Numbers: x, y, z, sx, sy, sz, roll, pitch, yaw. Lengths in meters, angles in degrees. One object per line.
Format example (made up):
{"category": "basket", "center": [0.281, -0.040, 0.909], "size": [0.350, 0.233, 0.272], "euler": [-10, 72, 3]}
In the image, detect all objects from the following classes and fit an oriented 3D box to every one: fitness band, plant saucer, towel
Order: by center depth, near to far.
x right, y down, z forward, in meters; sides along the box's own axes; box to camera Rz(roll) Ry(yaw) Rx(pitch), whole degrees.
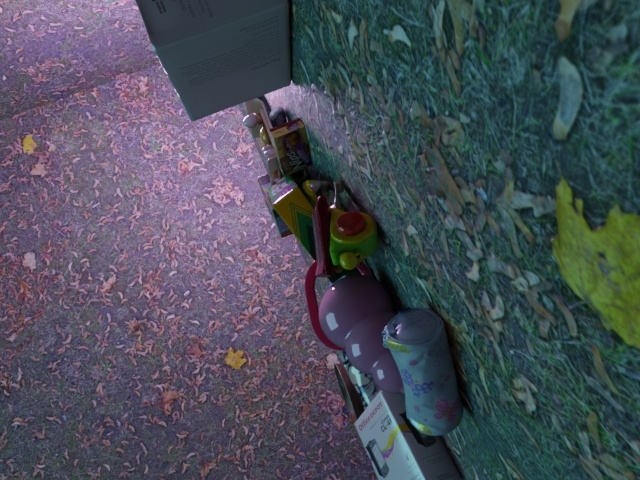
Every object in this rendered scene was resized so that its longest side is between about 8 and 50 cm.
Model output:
{"category": "towel", "center": [0.000, 0.000, 1.291], "size": [0.275, 0.031, 0.199], "euler": [130, 135, -82]}
{"category": "fitness band", "center": [0.063, 0.176, 1.432], "size": [0.054, 0.208, 0.291], "euler": [29, -130, -80]}
{"category": "plant saucer", "center": [0.126, 0.629, 1.926], "size": [0.310, 0.050, 0.311], "euler": [161, 90, -83]}

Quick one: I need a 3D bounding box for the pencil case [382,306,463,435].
{"category": "pencil case", "center": [0.214, 0.272, 0.997], "size": [0.113, 0.124, 0.273], "euler": [-127, 15, -63]}

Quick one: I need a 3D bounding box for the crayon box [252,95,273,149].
{"category": "crayon box", "center": [-0.246, -0.497, 2.259], "size": [0.323, 0.083, 0.203], "euler": [78, 168, -59]}

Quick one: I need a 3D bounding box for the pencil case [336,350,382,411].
{"category": "pencil case", "center": [0.201, 0.532, 1.765], "size": [0.183, 0.159, 0.411], "euler": [74, 172, -69]}

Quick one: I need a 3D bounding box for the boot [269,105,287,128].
{"category": "boot", "center": [-0.136, -0.416, 1.799], "size": [0.086, 0.069, 0.190], "euler": [52, 172, 13]}

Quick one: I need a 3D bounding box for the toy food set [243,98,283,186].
{"category": "toy food set", "center": [-0.213, -0.346, 1.800], "size": [0.220, 0.092, 0.306], "euler": [88, 164, -62]}

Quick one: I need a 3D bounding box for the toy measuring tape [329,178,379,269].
{"category": "toy measuring tape", "center": [0.085, -0.051, 1.203], "size": [0.330, 0.121, 0.121], "euler": [-86, -16, -49]}

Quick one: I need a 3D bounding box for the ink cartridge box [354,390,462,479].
{"category": "ink cartridge box", "center": [0.252, 0.633, 1.474], "size": [0.306, 0.131, 0.226], "euler": [61, 140, 37]}

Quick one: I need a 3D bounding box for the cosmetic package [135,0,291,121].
{"category": "cosmetic package", "center": [-0.283, -0.579, 1.268], "size": [0.394, 0.327, 0.330], "euler": [102, 145, -80]}

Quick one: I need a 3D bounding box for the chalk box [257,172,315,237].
{"category": "chalk box", "center": [-0.124, -0.147, 2.030], "size": [0.179, 0.180, 0.289], "euler": [76, 170, -49]}

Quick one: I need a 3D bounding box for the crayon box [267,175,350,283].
{"category": "crayon box", "center": [-0.041, -0.053, 1.627], "size": [0.313, 0.106, 0.363], "euler": [55, 180, -16]}

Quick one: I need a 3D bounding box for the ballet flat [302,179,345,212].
{"category": "ballet flat", "center": [0.015, -0.136, 1.501], "size": [0.231, 0.077, 0.077], "euler": [59, 148, 38]}

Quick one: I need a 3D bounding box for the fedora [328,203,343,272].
{"category": "fedora", "center": [0.063, -0.007, 1.364], "size": [0.194, 0.079, 0.195], "euler": [175, 90, -70]}

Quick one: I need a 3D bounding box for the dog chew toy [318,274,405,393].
{"category": "dog chew toy", "center": [0.137, 0.245, 1.247], "size": [0.332, 0.206, 0.207], "euler": [53, 166, 35]}

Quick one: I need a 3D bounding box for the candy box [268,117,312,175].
{"category": "candy box", "center": [-0.096, -0.305, 1.605], "size": [0.187, 0.109, 0.053], "euler": [79, 167, -56]}

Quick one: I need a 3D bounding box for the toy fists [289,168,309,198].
{"category": "toy fists", "center": [-0.105, -0.258, 1.898], "size": [0.142, 0.096, 0.279], "euler": [93, 158, -45]}

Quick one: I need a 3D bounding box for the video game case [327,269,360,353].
{"category": "video game case", "center": [0.079, 0.223, 1.722], "size": [0.244, 0.061, 0.270], "euler": [-130, 42, -70]}
